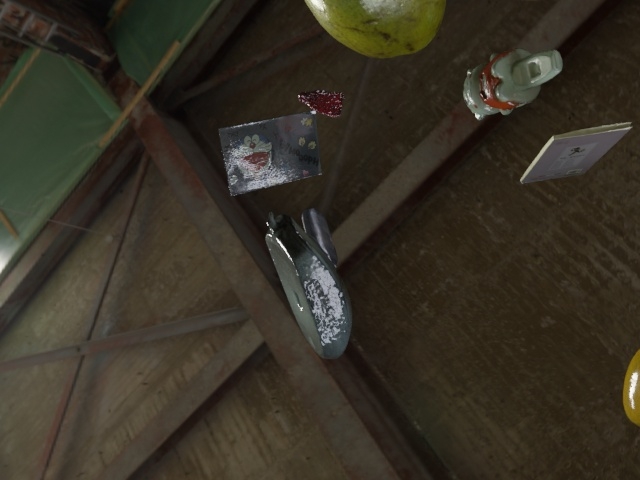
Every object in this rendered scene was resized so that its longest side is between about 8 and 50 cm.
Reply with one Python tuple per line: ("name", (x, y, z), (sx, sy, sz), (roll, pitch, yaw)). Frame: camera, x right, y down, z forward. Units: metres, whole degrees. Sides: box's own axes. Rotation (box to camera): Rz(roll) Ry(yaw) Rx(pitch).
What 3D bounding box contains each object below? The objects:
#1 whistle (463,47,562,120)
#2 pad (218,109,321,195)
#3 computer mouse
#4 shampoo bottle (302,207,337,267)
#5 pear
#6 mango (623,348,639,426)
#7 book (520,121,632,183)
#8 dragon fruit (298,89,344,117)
("whistle", (0.335, -0.286, 0.917), (0.106, 0.101, 0.253), (-47, -164, -12))
("pad", (-0.114, -0.213, 1.216), (0.006, 0.246, 0.170), (-139, -141, -56))
("computer mouse", (-0.007, 0.052, 0.648), (0.068, 0.229, 0.113), (-28, -150, -19))
("shampoo bottle", (0.000, 0.000, 1.337), (0.049, 0.087, 0.233), (-44, -146, 21))
("pear", (0.079, -0.439, 0.782), (0.253, 0.307, 0.253), (-13, -141, 11))
("mango", (0.679, 0.233, 0.853), (0.317, 0.173, 0.211), (-23, -92, 20))
("book", (0.441, -0.150, 0.891), (0.127, 0.181, 0.014), (-9, -108, 2))
("dragon fruit", (-0.001, -0.398, 1.406), (0.131, 0.097, 0.063), (-1, -118, -13))
